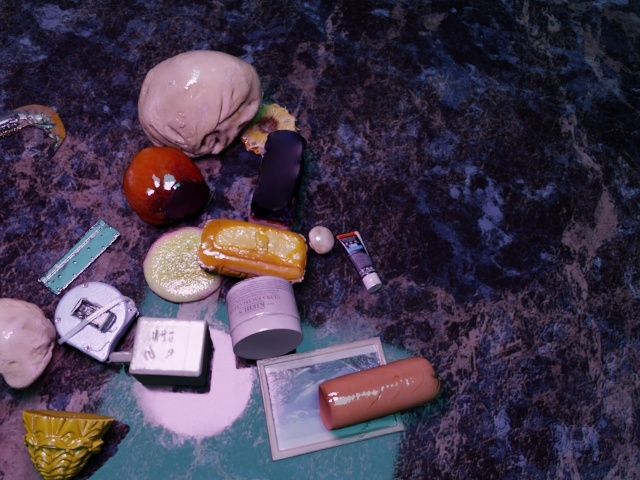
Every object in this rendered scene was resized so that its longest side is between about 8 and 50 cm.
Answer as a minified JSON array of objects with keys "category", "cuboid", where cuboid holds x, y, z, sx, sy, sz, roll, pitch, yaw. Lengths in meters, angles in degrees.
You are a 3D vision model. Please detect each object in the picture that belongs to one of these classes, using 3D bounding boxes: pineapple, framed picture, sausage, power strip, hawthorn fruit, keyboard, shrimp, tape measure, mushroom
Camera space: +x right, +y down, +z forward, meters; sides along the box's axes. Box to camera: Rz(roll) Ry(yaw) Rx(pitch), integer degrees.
[{"category":"pineapple","cuboid":[-0.163,-0.357,1.656,0.222,0.047,0.221,3,63,-5]},{"category":"framed picture","cuboid":[0.023,0.393,1.333,0.336,0.022,0.247,-8,66,-11]},{"category":"sausage","cuboid":[0.147,0.367,1.283,0.305,0.121,0.121,-11,66,-15]},{"category":"power strip","cuboid":[-0.388,0.269,1.278,0.225,0.139,0.140,4,65,-5]},{"category":"hawthorn fruit","cuboid":[-0.436,-0.165,1.447,0.216,0.215,0.249,-22,70,-16]},{"category":"keyboard","cuboid":[-0.647,0.044,1.421,0.072,0.023,0.231,37,66,3]},{"category":"shrimp","cuboid":[-0.879,-0.299,1.535,0.262,0.051,0.198,-31,71,-28]},{"category":"tape measure","cuboid":[-0.563,0.196,1.312,0.181,0.107,0.181,23,67,-3]},{"category":"mushroom","cuboid":[0.000,0.000,1.492,0.068,0.084,0.083,-30,65,25]}]

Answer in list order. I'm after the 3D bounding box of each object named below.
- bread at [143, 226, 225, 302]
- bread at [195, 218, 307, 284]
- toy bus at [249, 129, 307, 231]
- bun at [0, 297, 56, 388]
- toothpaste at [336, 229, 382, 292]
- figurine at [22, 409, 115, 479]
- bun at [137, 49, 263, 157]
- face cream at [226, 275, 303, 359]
[{"category":"bread","cuboid":[-0.368,0.061,1.439,0.229,0.033,0.228,2,64,-5]},{"category":"bread","cuboid":[-0.182,0.036,1.411,0.289,0.119,0.152,11,64,-11]},{"category":"toy bus","cuboid":[-0.120,-0.164,1.512,0.128,0.147,0.302,9,62,-2]},{"category":"bun","cuboid":[-0.693,0.231,1.231,0.133,0.231,0.231,-18,67,-32]},{"category":"toothpaste","cuboid":[0.116,0.053,1.498,0.071,0.045,0.193,-15,61,-22]},{"category":"figurine","cuboid":[-0.580,0.539,1.139,0.188,0.168,0.314,16,72,-30]},{"category":"bun","cuboid":[-0.334,-0.382,1.498,0.362,0.326,0.234,-19,72,-10]},{"category":"face cream","cuboid":[-0.142,0.192,1.314,0.178,0.177,0.152,-9,57,-11]}]
